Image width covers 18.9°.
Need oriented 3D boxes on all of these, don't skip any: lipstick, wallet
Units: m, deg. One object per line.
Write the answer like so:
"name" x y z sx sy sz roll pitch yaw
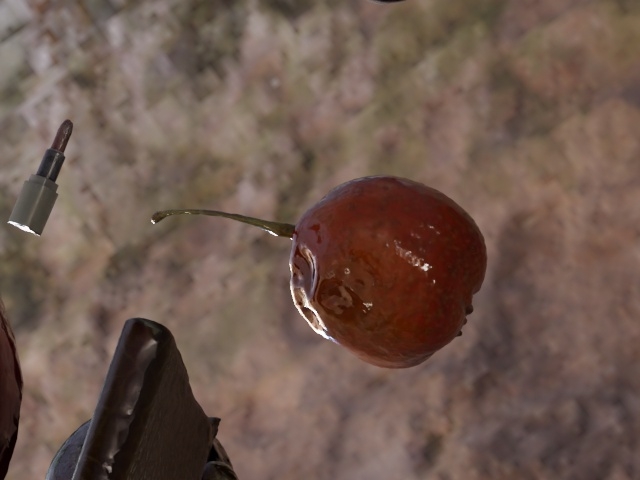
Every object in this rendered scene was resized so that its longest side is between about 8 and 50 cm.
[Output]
"lipstick" -0.245 -0.059 1.718 0.025 0.025 0.107 14 -102 34
"wallet" -0.107 0.171 0.914 0.133 0.039 0.243 68 34 -63

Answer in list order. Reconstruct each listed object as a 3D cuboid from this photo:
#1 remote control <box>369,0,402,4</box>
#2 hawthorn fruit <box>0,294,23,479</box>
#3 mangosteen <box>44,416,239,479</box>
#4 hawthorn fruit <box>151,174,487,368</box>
"remote control" -0.029 -0.228 1.138 0.056 0.140 0.296 -11 169 34
"hawthorn fruit" -0.239 0.078 0.745 0.254 0.254 0.300 -34 -131 12
"mangosteen" -0.131 0.203 1.488 0.172 0.172 0.184 -40 176 -34
"hawthorn fruit" 0.000 0.000 1.634 0.165 0.285 0.165 25 90 -84
